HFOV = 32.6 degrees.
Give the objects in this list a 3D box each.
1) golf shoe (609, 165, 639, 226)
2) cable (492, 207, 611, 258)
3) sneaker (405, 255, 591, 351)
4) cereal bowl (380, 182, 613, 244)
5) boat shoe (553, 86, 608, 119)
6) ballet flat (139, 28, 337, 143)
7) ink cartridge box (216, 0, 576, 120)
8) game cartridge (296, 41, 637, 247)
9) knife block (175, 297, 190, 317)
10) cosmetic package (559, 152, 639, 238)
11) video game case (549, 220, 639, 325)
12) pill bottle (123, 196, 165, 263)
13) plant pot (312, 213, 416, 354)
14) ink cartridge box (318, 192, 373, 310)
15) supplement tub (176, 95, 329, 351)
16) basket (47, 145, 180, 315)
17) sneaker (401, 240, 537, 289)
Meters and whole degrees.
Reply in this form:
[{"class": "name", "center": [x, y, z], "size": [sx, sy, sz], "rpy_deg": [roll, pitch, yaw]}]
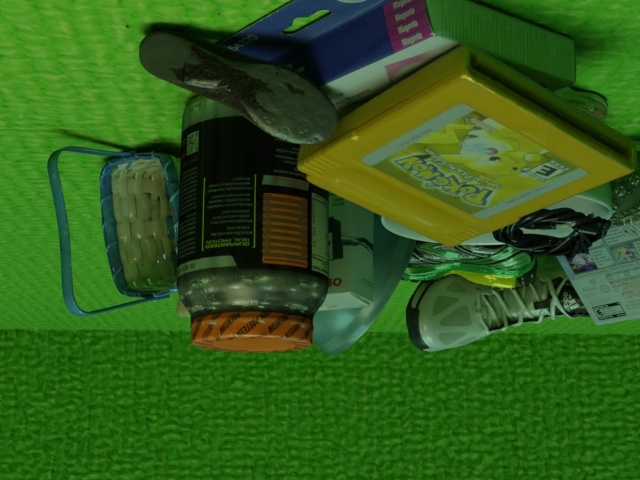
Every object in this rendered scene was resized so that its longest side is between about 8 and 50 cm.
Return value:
[{"class": "golf shoe", "center": [0.498, -0.087, 1.660], "size": [0.176, 0.069, 0.086], "rpy_deg": [-46, 169, 9]}, {"class": "cable", "center": [0.326, -0.006, 1.596], "size": [0.151, 0.047, 0.184], "rpy_deg": [3, 167, -14]}, {"class": "sneaker", "center": [0.392, 0.101, 2.142], "size": [0.448, 0.169, 0.257], "rpy_deg": [-21, -167, -34]}, {"class": "cereal bowl", "center": [0.256, -0.095, 1.622], "size": [0.339, 0.141, 0.339], "rpy_deg": [0, 166, 0]}, {"class": "boat shoe", "center": [0.338, -0.177, 1.478], "size": [0.135, 0.045, 0.050], "rpy_deg": [10, 164, -36]}, {"class": "ballet flat", "center": [-0.096, -0.185, 1.303], "size": [0.250, 0.084, 0.058], "rpy_deg": [21, -168, -5]}, {"class": "ink cartridge box", "center": [0.077, -0.205, 1.322], "size": [0.330, 0.071, 0.324], "rpy_deg": [9, 165, -37]}, {"class": "game cartridge", "center": [0.168, -0.097, 1.340], "size": [0.285, 0.052, 0.324], "rpy_deg": [23, 148, -30]}, {"class": "knife block", "center": [-0.206, 0.022, 2.093], "size": [0.088, 0.242, 0.275], "rpy_deg": [14, -164, -6]}, {"class": "cosmetic package", "center": [0.423, -0.073, 1.802], "size": [0.127, 0.107, 0.238], "rpy_deg": [4, 163, -27]}, {"class": "video game case", "center": [0.534, 0.016, 1.912], "size": [0.061, 0.244, 0.269], "rpy_deg": [-37, -171, -33]}, {"class": "pill bottle", "center": [-0.298, -0.018, 1.972], "size": [0.131, 0.131, 0.229], "rpy_deg": [2, 167, -8]}, {"class": "plant pot", "center": [0.008, 0.028, 1.936], "size": [0.196, 0.293, 0.293], "rpy_deg": [31, 158, -13]}, {"class": "ink cartridge box", "center": [0.000, 0.000, 1.709], "size": [0.153, 0.208, 0.087], "rpy_deg": [-8, 162, 26]}, {"class": "supplement tub", "center": [-0.091, -0.024, 1.496], "size": [0.207, 0.337, 0.207], "rpy_deg": [1, 167, 0]}, {"class": "basket", "center": [-0.285, -0.017, 1.715], "size": [0.201, 0.254, 0.289], "rpy_deg": [-9, 176, 41]}, {"class": "sneaker", "center": [0.243, -0.008, 2.103], "size": [0.344, 0.134, 0.146], "rpy_deg": [4, 132, 14]}]
